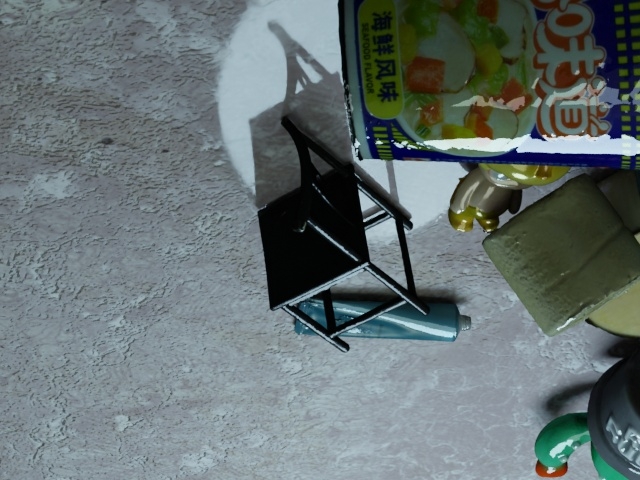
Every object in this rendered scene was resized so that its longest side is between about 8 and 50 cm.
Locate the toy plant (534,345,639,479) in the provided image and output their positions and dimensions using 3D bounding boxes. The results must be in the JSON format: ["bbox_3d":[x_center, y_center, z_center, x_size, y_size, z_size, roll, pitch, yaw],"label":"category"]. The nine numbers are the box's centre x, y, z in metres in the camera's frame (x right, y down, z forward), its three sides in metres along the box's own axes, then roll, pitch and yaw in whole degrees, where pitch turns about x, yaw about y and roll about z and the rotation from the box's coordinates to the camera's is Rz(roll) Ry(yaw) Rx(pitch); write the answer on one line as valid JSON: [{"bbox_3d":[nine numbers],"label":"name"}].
[{"bbox_3d":[0.439,0.253,2.400,0.279,0.185,0.400,-15,160,-6],"label":"toy plant"}]

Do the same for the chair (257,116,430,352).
[{"bbox_3d":[0.000,0.000,2.016,0.141,0.155,0.260,-27,140,23],"label":"chair"}]

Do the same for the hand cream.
[{"bbox_3d":[0.081,0.100,2.253,0.224,0.048,0.083,2,144,-5],"label":"hand cream"}]

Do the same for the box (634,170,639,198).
[{"bbox_3d":[0.458,-0.090,1.980,0.227,0.162,0.130,-1,152,-10],"label":"box"}]

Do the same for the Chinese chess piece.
[{"bbox_3d":[0.416,0.012,2.141,0.257,0.104,0.257,-5,143,-4],"label":"Chinese chess piece"}]

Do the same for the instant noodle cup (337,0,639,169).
[{"bbox_3d":[0.181,-0.185,1.738,0.312,0.284,0.284,-4,143,7],"label":"instant noodle cup"}]

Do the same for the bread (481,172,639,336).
[{"bbox_3d":[0.277,0.016,1.987,0.148,0.141,0.134,-32,169,-20],"label":"bread"}]

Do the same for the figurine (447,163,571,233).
[{"bbox_3d":[0.214,-0.095,1.953,0.156,0.131,0.246,0,147,-27],"label":"figurine"}]
